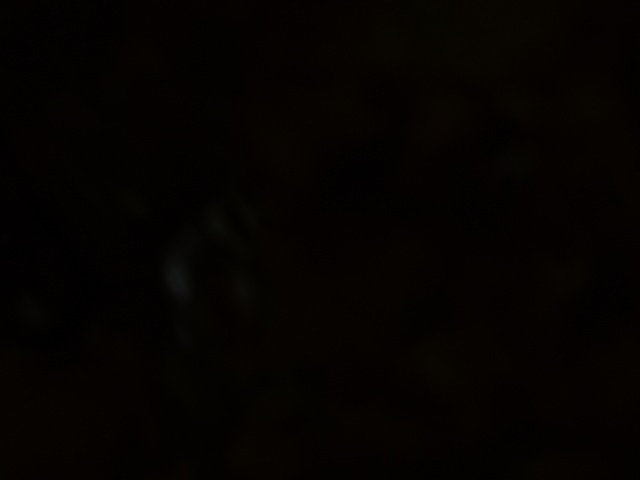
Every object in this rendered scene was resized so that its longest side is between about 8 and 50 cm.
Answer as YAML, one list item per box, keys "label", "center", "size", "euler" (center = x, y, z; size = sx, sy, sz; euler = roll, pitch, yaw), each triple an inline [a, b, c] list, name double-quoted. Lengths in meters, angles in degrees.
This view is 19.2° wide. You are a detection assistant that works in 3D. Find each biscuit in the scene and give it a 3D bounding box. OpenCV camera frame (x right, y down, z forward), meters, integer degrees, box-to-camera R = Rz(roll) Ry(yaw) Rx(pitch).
- label: "biscuit"
  center: [0.000, 0.000, 0.433]
  size: [0.395, 0.343, 0.166]
  euler: [-37, 170, 27]
